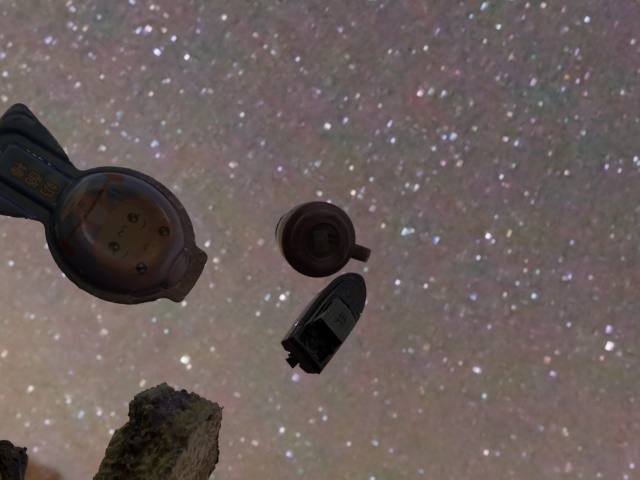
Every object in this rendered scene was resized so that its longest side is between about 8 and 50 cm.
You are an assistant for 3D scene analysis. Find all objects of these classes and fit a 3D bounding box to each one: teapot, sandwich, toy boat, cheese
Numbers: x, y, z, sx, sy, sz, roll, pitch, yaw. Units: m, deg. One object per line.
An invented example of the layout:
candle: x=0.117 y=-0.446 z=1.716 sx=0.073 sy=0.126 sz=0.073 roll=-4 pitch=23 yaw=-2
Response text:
teapot: x=-0.003 y=-0.009 z=1.481 sx=0.146 sy=0.148 sz=0.116 roll=-163 pitch=-118 yaw=-72
sandwich: x=-0.284 y=0.400 z=1.608 sx=0.131 sy=0.325 sz=0.262 roll=20 pitch=-26 yaw=14
toy boat: x=0.013 y=0.082 z=1.040 sx=0.060 sy=0.141 sz=0.055 roll=-28 pitch=-74 yaw=45
cheese: x=-0.224 y=-0.025 z=0.929 sx=0.245 sy=0.135 sz=0.052 roll=33 pitch=-24 yaw=-11

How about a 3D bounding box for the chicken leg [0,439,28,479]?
chicken leg: x=-0.222 y=0.261 z=0.742 sx=0.253 sy=0.106 sz=0.051 roll=44 pitch=-23 yaw=32
